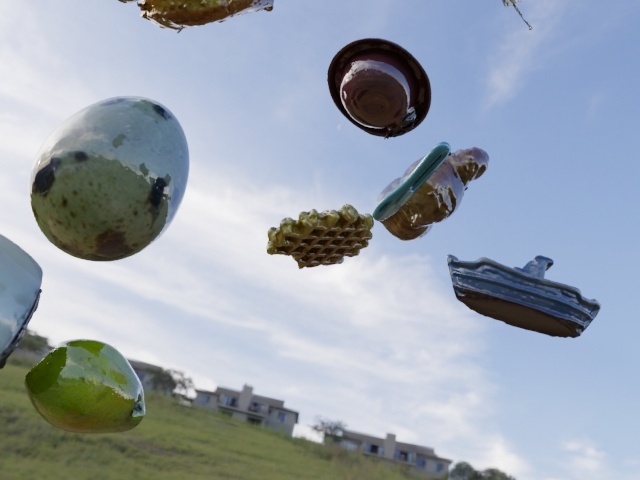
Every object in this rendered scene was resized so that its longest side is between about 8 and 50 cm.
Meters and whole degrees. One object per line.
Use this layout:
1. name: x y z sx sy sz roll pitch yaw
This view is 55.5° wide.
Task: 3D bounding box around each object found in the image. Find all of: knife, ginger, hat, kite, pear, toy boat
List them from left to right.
1. pear: -0.437 0.287 1.165 0.219 0.187 0.187 35 -32 -4
2. hat: 0.102 -0.269 1.115 0.205 0.089 0.205 14 -45 14
3. knife: 0.186 -0.116 1.247 0.064 0.031 0.222 9 -48 -46
4. ginger: 0.259 -0.122 1.477 0.152 0.274 0.357 45 -18 0
5. kite: 0.455 -0.563 1.445 0.011 0.139 0.157 -40 -77 13
6. toy boat: 0.394 0.090 1.194 0.309 0.143 0.129 18 -28 8

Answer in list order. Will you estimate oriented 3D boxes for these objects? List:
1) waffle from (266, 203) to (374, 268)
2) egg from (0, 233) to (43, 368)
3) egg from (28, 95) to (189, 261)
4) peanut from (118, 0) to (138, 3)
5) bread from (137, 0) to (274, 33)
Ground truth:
1. waffle: 0.000 0.001 1.368 0.249 0.056 0.253 -14 -24 -7
2. egg: -0.729 0.097 1.062 0.354 0.355 0.340 -15 -44 40
3. egg: -0.497 -0.155 1.469 0.345 0.428 0.345 26 -10 5
4. peanut: -0.336 -0.544 1.121 0.098 0.230 0.103 21 -17 -22
5. bread: -0.303 -0.675 1.608 0.358 0.337 0.204 -8 -61 3
